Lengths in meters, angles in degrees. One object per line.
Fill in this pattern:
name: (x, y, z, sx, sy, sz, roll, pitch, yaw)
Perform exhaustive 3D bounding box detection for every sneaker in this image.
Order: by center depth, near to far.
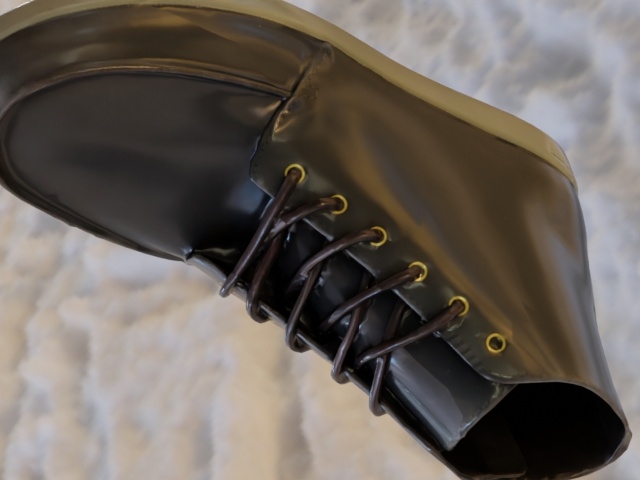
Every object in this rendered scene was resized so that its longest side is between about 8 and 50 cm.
sneaker: (0.000, 0.000, 0.485, 0.083, 0.222, 0.118, -56, 33, 36)
